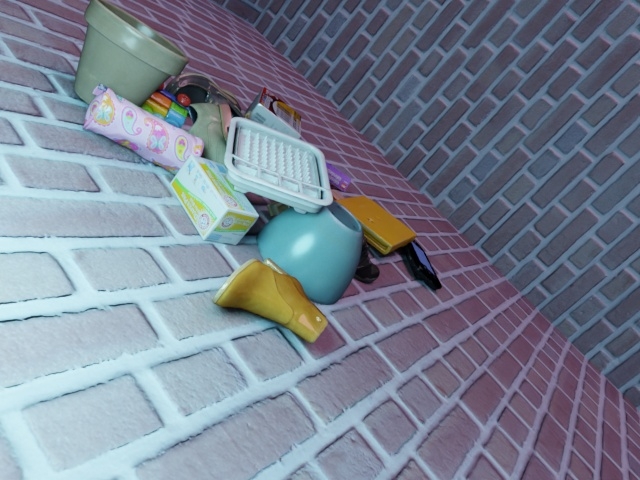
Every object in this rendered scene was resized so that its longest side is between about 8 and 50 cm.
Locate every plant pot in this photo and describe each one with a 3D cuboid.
[{"bbox_3d":[-0.506,-0.444,1.400,0.263,0.229,0.263,33,14,-10],"label":"plant pot"},{"bbox_3d":[0.000,0.000,1.480,0.290,0.195,0.290,35,21,-16],"label":"plant pot"}]

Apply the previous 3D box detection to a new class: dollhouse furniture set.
[{"bbox_3d":[-0.071,-0.053,1.685,0.101,0.161,0.182,6,-62,59],"label":"dollhouse furniture set"}]

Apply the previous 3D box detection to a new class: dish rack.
[{"bbox_3d":[-0.118,-0.191,1.438,0.285,0.072,0.333,18,33,-17],"label":"dish rack"}]

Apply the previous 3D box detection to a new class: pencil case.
[{"bbox_3d":[-0.433,-0.266,1.349,0.284,0.124,0.124,28,24,-30],"label":"pencil case"}]

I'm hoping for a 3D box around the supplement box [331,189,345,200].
[{"bbox_3d":[0.054,-0.165,2.142,0.062,0.036,0.098,46,21,13],"label":"supplement box"}]

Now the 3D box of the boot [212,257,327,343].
[{"bbox_3d":[-0.088,0.140,1.168,0.211,0.104,0.295,44,16,7],"label":"boot"}]

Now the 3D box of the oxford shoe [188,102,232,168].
[{"bbox_3d":[-0.313,-0.247,1.531,0.130,0.123,0.348,4,52,-21],"label":"oxford shoe"}]

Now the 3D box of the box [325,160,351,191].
[{"bbox_3d":[-0.036,-0.263,1.984,0.201,0.057,0.293,31,-3,-25],"label":"box"}]

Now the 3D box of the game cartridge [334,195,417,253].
[{"bbox_3d":[0.211,-0.069,2.136,0.285,0.053,0.323,39,22,16],"label":"game cartridge"}]

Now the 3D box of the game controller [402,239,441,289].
[{"bbox_3d":[0.406,0.076,2.243,0.166,0.067,0.319,32,23,-23],"label":"game controller"}]

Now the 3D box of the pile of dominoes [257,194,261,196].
[{"bbox_3d":[-0.165,-0.230,1.709,0.196,0.040,0.251,49,30,13],"label":"pile of dominoes"}]

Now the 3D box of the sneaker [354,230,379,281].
[{"bbox_3d":[0.131,0.050,1.713,0.227,0.130,0.087,28,26,-37],"label":"sneaker"}]

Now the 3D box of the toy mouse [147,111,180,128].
[{"bbox_3d":[-0.421,-0.308,1.469,0.161,0.031,0.143,27,-15,-38],"label":"toy mouse"}]

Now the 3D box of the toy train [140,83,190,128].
[{"bbox_3d":[-0.494,-0.391,1.546,0.248,0.105,0.143,30,36,-29],"label":"toy train"}]

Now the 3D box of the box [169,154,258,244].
[{"bbox_3d":[-0.261,-0.098,1.340,0.114,0.103,0.203,10,36,-55],"label":"box"}]

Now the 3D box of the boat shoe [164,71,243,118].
[{"bbox_3d":[-0.370,-0.463,1.849,0.130,0.132,0.355,50,22,18],"label":"boat shoe"}]

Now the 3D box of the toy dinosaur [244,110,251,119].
[{"bbox_3d":[-0.253,-0.370,1.980,0.092,0.053,0.183,21,59,-65],"label":"toy dinosaur"}]

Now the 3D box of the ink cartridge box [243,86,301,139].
[{"bbox_3d":[-0.166,-0.457,2.208,0.271,0.130,0.309,36,21,-18],"label":"ink cartridge box"}]
